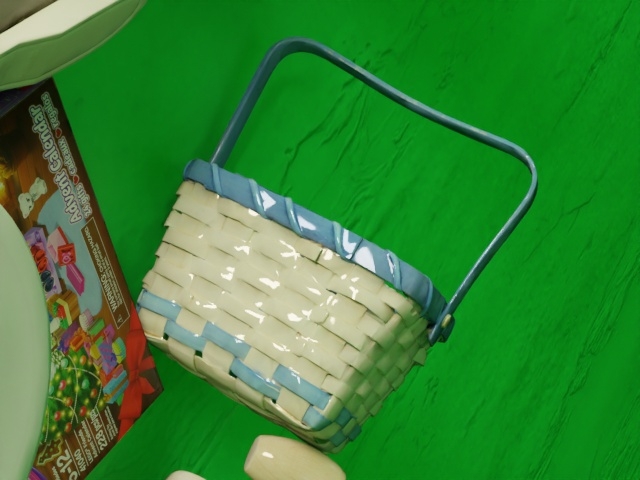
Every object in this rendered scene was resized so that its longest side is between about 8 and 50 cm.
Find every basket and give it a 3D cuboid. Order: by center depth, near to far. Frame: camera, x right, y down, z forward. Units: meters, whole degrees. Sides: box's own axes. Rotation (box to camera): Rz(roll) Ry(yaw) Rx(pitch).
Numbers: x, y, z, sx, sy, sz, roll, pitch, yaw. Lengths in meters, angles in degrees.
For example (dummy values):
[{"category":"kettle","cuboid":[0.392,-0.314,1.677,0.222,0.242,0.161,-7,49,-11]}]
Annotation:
[{"category":"basket","cuboid":[0.000,0.000,1.096,0.289,0.254,0.201,-58,160,-5]}]

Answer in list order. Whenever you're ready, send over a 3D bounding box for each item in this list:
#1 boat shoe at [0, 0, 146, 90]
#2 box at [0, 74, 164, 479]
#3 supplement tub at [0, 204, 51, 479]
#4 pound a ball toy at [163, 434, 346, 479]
[{"category":"boat shoe","cuboid":[-0.240,-0.116,0.803,0.305,0.109,0.091,-35,88,-35]},{"category":"box","cuboid":[-0.220,0.058,0.931,0.201,0.057,0.293,-49,139,-37]},{"category":"supplement tub","cuboid":[-0.294,0.033,0.546,0.235,0.325,0.235,-29,125,-51]},{"category":"pound a ball toy","cuboid":[-0.134,0.289,1.045,0.319,0.135,0.208,-57,-176,-28]}]
